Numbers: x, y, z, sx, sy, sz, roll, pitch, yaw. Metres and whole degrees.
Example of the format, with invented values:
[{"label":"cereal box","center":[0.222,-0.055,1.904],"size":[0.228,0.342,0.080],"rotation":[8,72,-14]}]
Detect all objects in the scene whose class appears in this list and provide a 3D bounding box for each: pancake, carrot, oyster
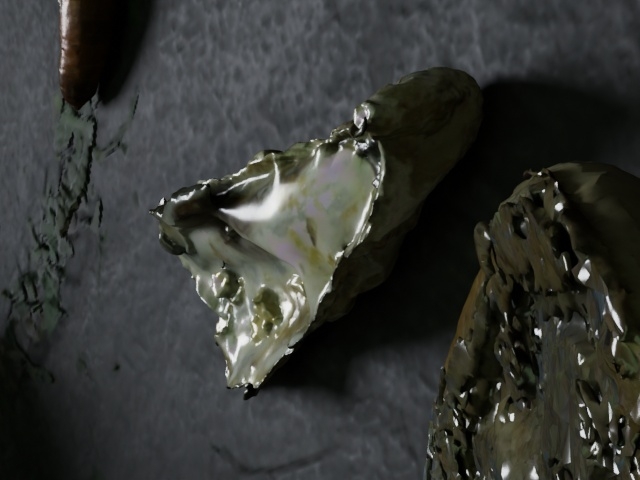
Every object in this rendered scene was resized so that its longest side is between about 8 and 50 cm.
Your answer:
[{"label":"pancake","center":[0.068,0.103,0.459],"size":[0.282,0.049,0.283],"rotation":[179,90,-82]},{"label":"carrot","center":[-0.098,-0.132,0.753],"size":[0.035,0.035,0.165],"rotation":[41,127,42]},{"label":"oyster","center":[-0.003,0.001,0.643],"size":[0.200,0.061,0.106],"rotation":[-8,105,55]}]
